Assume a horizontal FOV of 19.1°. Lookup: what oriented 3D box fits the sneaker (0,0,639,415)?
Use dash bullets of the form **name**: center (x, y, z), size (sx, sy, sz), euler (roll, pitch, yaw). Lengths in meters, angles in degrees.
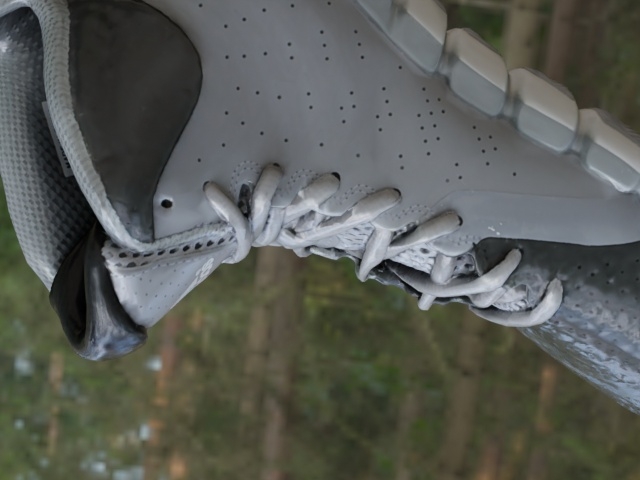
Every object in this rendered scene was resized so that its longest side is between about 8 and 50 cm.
- **sneaker**: center (0.000, 0.000, 0.476), size (0.229, 0.132, 0.086), euler (41, 150, -5)
